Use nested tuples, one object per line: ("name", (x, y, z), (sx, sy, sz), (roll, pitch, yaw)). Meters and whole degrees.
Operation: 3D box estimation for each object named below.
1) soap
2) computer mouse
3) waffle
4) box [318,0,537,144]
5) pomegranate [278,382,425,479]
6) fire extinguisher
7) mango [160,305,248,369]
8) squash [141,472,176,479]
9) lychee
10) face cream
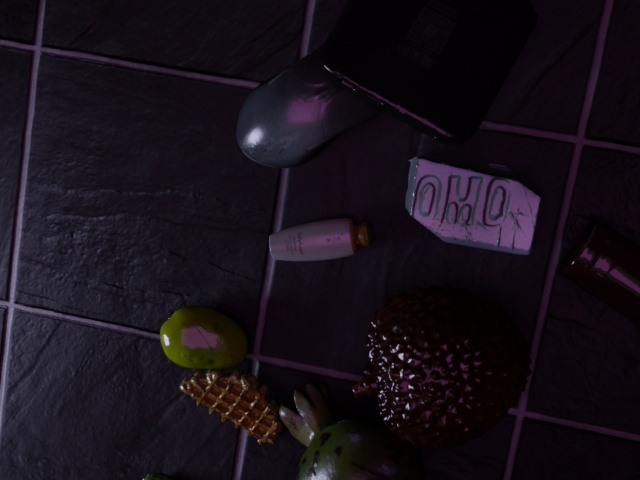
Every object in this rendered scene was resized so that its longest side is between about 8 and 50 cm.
("soap", (0.254, -0.065, 1.521), (0.230, 0.091, 0.145), (9, 100, 7))
("computer mouse", (0.014, -0.260, 1.535), (0.379, 0.090, 0.167), (-34, 93, 11))
("waffle", (-0.158, 0.312, 1.645), (0.161, 0.046, 0.192), (-15, 117, 23))
("box", (0.178, -0.333, 1.471), (0.290, 0.073, 0.289), (29, 82, 4))
("pomegranate", (0.046, 0.387, 1.552), (0.242, 0.242, 0.306), (-39, 85, 13))
("fire extinguisher", (0.577, 0.094, 1.481), (0.337, 0.114, 0.135), (34, 89, 3))
("mango", (-0.215, 0.179, 1.643), (0.163, 0.089, 0.117), (2, 93, -3))
("squash", (-0.259, 0.530, 1.707), (0.077, 0.068, 0.219), (-43, 89, -3))
("lychee", (0.199, 0.209, 1.481), (0.304, 0.276, 0.275), (-14, 96, -4))
("face cream", (0.000, 0.000, 1.592), (0.182, 0.051, 0.072), (-7, 94, 9))
